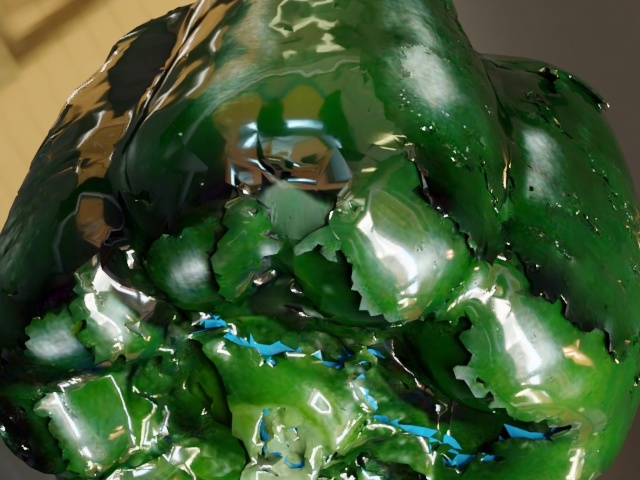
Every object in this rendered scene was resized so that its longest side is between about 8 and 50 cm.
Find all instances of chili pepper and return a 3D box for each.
[{"bbox_3d":[0.000,0.000,0.749,0.257,0.248,0.233,-87,155,-53],"label":"chili pepper"}]
